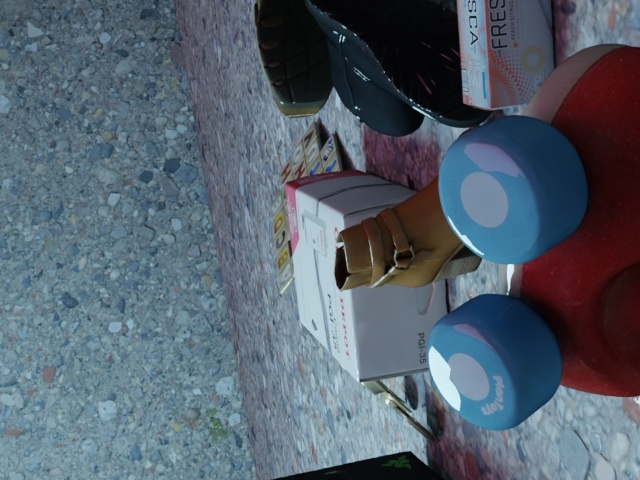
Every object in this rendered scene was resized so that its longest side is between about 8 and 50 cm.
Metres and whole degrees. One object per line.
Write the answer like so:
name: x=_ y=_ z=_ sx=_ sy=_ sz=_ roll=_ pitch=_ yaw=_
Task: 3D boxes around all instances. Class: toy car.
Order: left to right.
toy car: x=0.217 y=0.019 z=0.554 sx=0.238 sy=0.219 sz=0.210 roll=27 pitch=130 yaw=37

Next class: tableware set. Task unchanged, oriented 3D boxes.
tableware set: x=0.080 y=0.193 z=1.321 sx=0.141 sy=0.020 sz=0.168 roll=41 pitch=176 yaw=-18

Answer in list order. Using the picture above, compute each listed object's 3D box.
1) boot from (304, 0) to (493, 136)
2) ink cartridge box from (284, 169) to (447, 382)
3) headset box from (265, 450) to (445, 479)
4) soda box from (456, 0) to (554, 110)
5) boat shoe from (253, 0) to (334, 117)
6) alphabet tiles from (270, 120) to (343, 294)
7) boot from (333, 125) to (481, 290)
boot: x=0.091 y=-0.166 z=1.067 sx=0.246 sy=0.094 sz=0.207 roll=41 pitch=173 yaw=23
ink cartridge box: x=0.051 y=0.033 z=1.296 sx=0.283 sy=0.117 sz=0.207 roll=-146 pitch=49 yaw=-72
headset box: x=0.049 y=0.366 z=1.211 sx=0.283 sy=0.246 sz=0.131 roll=-154 pitch=58 yaw=-70
soda box: x=0.150 y=-0.202 z=0.855 sx=0.058 sy=0.063 sz=0.183 roll=-141 pitch=44 yaw=-70
boat shoe: x=-0.037 y=-0.319 z=1.469 sx=0.120 sy=0.122 sz=0.324 roll=104 pitch=163 yaw=-70
alphabet tiles: x=-0.023 y=-0.066 z=1.566 sx=0.198 sy=0.009 sz=0.237 roll=-54 pitch=30 yaw=34
boot: x=0.091 y=-0.022 z=1.020 sx=0.073 sy=0.152 sz=0.197 roll=-112 pitch=19 yaw=-45
